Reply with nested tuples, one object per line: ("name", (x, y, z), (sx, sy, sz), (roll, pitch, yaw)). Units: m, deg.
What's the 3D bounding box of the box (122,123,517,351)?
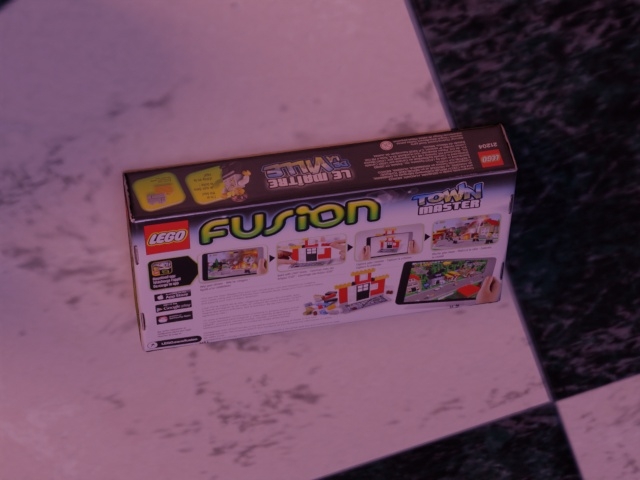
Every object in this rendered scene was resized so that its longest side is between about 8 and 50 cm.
("box", (0.000, 0.000, 1.004), (0.207, 0.036, 0.114), (-7, 139, -8))
